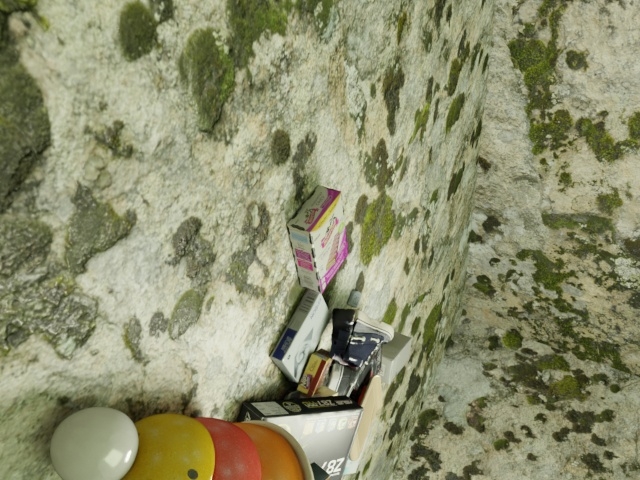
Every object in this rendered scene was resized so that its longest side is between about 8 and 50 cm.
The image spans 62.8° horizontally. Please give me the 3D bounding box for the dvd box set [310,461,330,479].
[{"bbox_3d":[-0.154,0.738,1.211,0.420,0.062,0.307,-61,157,6],"label":"dvd box set"}]

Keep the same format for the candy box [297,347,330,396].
[{"bbox_3d":[-0.010,0.381,1.536,0.186,0.053,0.109,34,80,-81],"label":"candy box"}]

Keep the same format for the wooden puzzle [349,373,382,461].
[{"bbox_3d":[0.146,0.607,1.806,0.239,0.044,0.221,-53,147,-38],"label":"wooden puzzle"}]

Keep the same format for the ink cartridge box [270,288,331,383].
[{"bbox_3d":[-0.041,0.278,1.468,0.223,0.045,0.224,-61,154,-24],"label":"ink cartridge box"}]

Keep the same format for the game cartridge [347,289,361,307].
[{"bbox_3d":[0.116,0.198,1.785,0.056,0.017,0.083,-65,155,-7],"label":"game cartridge"}]

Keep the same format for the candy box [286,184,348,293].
[{"bbox_3d":[0.000,0.000,1.338,0.159,0.071,0.233,-54,149,-34],"label":"candy box"}]

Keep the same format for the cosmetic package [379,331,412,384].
[{"bbox_3d":[0.312,0.510,2.302,0.238,0.107,0.127,-28,128,-53],"label":"cosmetic package"}]

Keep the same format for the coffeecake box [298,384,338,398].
[{"bbox_3d":[-0.026,0.546,1.579,0.142,0.068,0.185,5,101,-63],"label":"coffeecake box"}]

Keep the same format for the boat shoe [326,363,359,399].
[{"bbox_3d":[0.055,0.538,1.726,0.108,0.102,0.301,-71,177,-66],"label":"boat shoe"}]

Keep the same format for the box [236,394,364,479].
[{"bbox_3d":[-0.079,0.583,1.401,0.395,0.097,0.318,15,96,-46],"label":"box"}]

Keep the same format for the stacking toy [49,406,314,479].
[{"bbox_3d":[-0.258,0.419,0.892,0.480,0.350,0.351,49,60,-43],"label":"stacking toy"}]

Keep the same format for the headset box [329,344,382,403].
[{"bbox_3d":[0.129,0.447,1.862,0.218,0.110,0.293,-49,147,-41],"label":"headset box"}]

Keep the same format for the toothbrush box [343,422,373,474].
[{"bbox_3d":[0.078,0.730,1.926,0.216,0.126,0.295,-69,155,-13],"label":"toothbrush box"}]

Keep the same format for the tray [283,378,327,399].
[{"bbox_3d":[-0.061,0.505,1.600,0.270,0.030,0.145,13,95,-66],"label":"tray"}]

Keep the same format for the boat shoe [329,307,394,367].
[{"bbox_3d":[0.124,0.318,1.621,0.340,0.127,0.158,33,62,-52],"label":"boat shoe"}]
